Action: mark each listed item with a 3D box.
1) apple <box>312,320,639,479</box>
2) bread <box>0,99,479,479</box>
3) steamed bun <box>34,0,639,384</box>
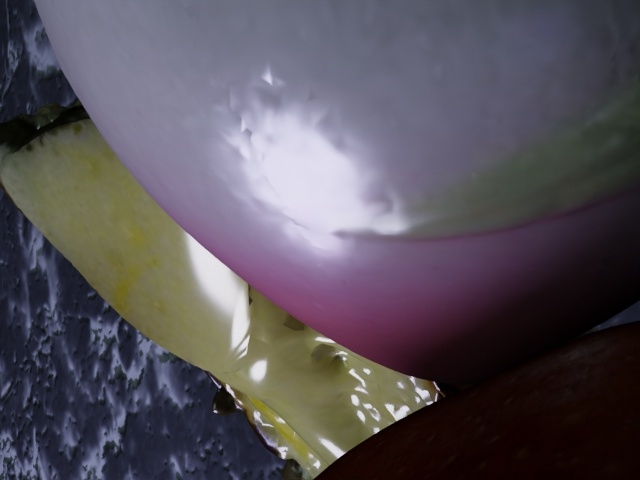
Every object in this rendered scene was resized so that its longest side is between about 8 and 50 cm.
[{"bbox_3d":[0.098,0.175,0.466,0.317,0.288,0.288,-51,51,40],"label":"apple"},{"bbox_3d":[0.000,0.000,0.715,0.262,0.162,0.204,50,154,-21],"label":"bread"},{"bbox_3d":[0.049,-0.089,0.509,0.309,0.309,0.309,8,99,58],"label":"steamed bun"}]
